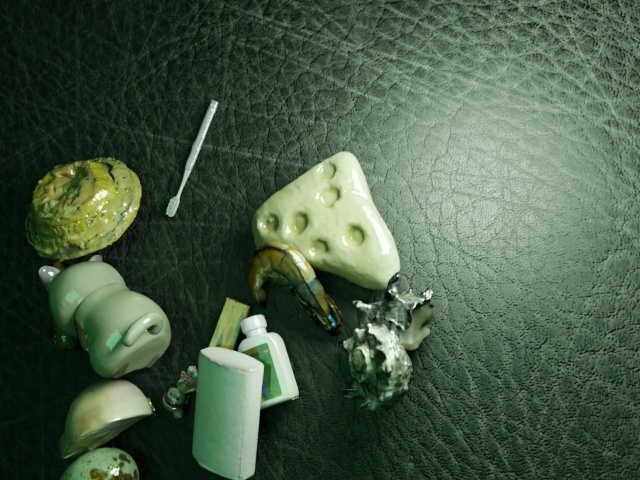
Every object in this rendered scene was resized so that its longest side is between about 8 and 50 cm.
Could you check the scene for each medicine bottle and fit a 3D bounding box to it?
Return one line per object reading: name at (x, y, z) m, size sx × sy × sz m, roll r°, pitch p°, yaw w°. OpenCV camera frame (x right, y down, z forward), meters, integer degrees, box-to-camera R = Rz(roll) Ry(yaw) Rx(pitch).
medicine bottle at (-0.138, 0.295, 1.292) m, size 0.115 × 0.078 × 0.219 m, roll -25°, pitch 74°, yaw 22°

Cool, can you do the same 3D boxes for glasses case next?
glasses case at (-0.237, 0.238, 1.352) m, size 0.064 × 0.041 × 0.170 m, roll 19°, pitch 85°, yaw 7°

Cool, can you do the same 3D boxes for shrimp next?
shrimp at (-0.074, 0.139, 1.287) m, size 0.290 × 0.054 × 0.222 m, roll 50°, pitch 128°, yaw -6°

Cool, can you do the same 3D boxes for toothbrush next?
toothbrush at (-0.362, -0.233, 1.478) m, size 0.024 × 0.029 × 0.354 m, roll 20°, pitch 86°, yaw 5°

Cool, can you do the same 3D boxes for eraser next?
eraser at (-0.224, 0.406, 1.250) m, size 0.174 × 0.094 × 0.270 m, roll 10°, pitch 99°, yaw 33°

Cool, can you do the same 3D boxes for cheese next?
cheese at (0.000, 0.000, 1.283) m, size 0.328 × 0.129 × 0.351 m, roll -26°, pitch 73°, yaw 14°

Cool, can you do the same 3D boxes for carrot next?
carrot at (-0.735, 0.171, 1.498) m, size 0.078 × 0.078 × 0.298 m, roll -23°, pitch 69°, yaw 11°

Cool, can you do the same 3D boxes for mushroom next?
mushroom at (-0.586, 0.435, 1.339) m, size 0.236 × 0.173 × 0.162 m, roll -33°, pitch 66°, yaw 2°

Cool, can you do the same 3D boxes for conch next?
conch at (0.140, 0.226, 1.144) m, size 0.186 × 0.240 × 0.313 m, roll 31°, pitch 90°, yaw -4°

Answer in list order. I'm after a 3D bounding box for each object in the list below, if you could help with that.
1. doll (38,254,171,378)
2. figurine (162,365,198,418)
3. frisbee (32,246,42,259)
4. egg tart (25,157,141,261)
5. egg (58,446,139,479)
doll at (-0.544, 0.200, 1.355) m, size 0.370 × 0.215 × 0.226 m, roll 27°, pitch 117°, yaw 27°
figurine at (-0.350, 0.388, 1.354) m, size 0.072 × 0.054 × 0.129 m, roll 35°, pitch 84°, yaw 4°
frisbee at (-0.768, -0.028, 1.567) m, size 0.187 × 0.012 × 0.211 m, roll 17°, pitch 85°, yaw 17°
egg tart at (-0.674, -0.108, 1.452) m, size 0.351 × 0.150 × 0.352 m, roll -6°, pitch 58°, yaw 11°
egg at (-0.560, 0.610, 1.310) m, size 0.231 × 0.169 × 0.169 m, roll -21°, pitch 75°, yaw 21°
